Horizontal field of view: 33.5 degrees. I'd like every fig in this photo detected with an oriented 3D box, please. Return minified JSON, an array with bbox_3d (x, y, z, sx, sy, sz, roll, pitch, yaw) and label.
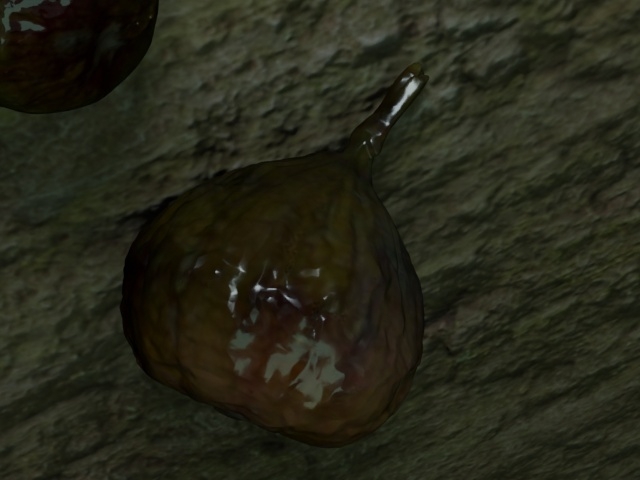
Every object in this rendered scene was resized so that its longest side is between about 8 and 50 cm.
[{"bbox_3d":[-0.205,-0.179,0.729,0.191,0.181,0.181,23,122,-10],"label":"fig"},{"bbox_3d":[0.000,0.000,0.975,0.286,0.286,0.368,40,78,-43],"label":"fig"}]
